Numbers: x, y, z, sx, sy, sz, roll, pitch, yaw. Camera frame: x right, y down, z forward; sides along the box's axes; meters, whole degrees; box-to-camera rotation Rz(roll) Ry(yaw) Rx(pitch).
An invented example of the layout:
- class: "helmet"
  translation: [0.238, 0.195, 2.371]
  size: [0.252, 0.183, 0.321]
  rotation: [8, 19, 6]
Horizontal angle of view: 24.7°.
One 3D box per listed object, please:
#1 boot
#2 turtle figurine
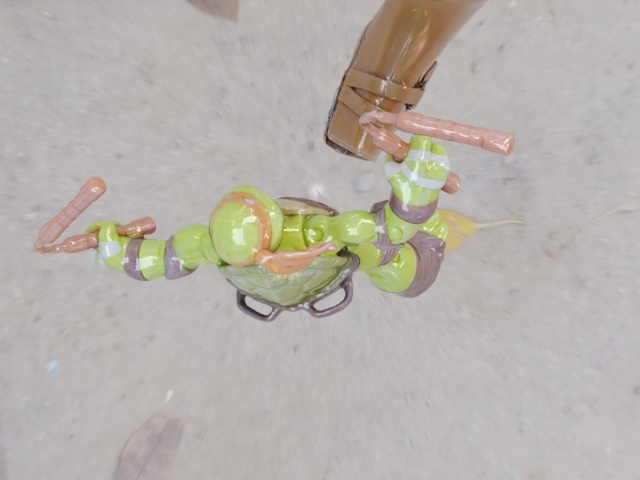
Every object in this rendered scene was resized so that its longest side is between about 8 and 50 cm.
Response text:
- class: "boot"
  translation: [0.059, -0.129, 1.034]
  size: [0.073, 0.197, 0.152]
  rotation: [28, 86, -1]
- class: "turtle figurine"
  translation: [0.000, 0.000, 0.808]
  size: [0.270, 0.217, 0.087]
  rotation: [-14, 80, 20]
